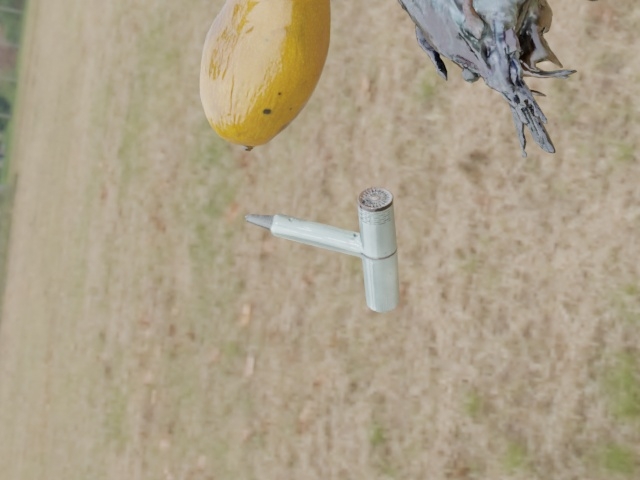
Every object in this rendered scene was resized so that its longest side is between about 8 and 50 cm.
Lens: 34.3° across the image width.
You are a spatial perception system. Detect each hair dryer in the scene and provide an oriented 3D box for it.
[{"bbox_3d":[-0.001,0.006,1.189,0.044,0.183,0.155,-67,-24,-49],"label":"hair dryer"}]

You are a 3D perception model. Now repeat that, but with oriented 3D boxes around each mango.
[{"bbox_3d":[-0.079,-0.302,1.590,0.144,0.187,0.359,-98,27,-58],"label":"mango"}]

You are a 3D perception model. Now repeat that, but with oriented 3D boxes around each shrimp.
[{"bbox_3d":[0.128,-0.216,0.770,0.372,0.137,0.172,62,146,36],"label":"shrimp"}]
